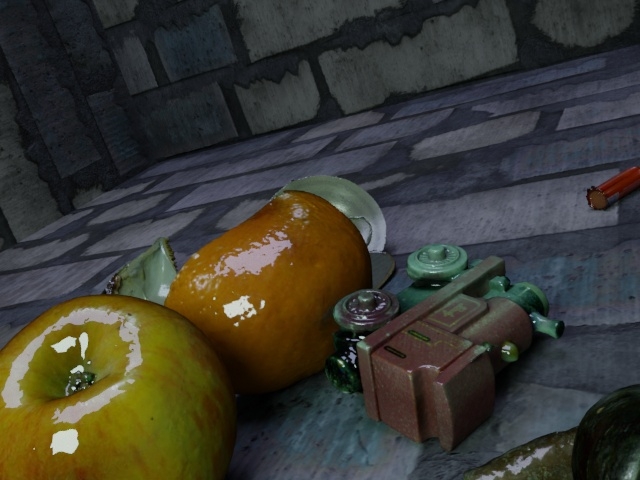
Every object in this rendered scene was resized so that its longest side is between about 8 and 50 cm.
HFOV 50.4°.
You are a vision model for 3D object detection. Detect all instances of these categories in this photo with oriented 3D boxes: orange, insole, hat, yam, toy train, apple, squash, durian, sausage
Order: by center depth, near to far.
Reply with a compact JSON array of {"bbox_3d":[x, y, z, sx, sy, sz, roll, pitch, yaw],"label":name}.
[{"bbox_3d":[0.281,0.183,0.502,0.193,0.156,0.193,24,17,-8],"label":"squash"},{"bbox_3d":[0.260,0.199,0.644,0.253,0.061,0.061,-20,18,-5],"label":"yam"},{"bbox_3d":[-0.241,0.195,0.739,0.301,0.301,0.301,-17,18,6],"label":"apple"},{"bbox_3d":[0.159,0.118,0.865,0.304,0.150,0.221,-29,31,-33],"label":"toy train"},{"bbox_3d":[-0.054,0.077,0.980,0.274,0.274,0.310,-10,25,25],"label":"orange"},{"bbox_3d":[0.000,0.104,1.193,0.348,0.009,0.119,-30,38,-27],"label":"insole"},{"bbox_3d":[0.550,-0.104,1.249,0.145,0.050,0.048,-28,-21,-24],"label":"sausage"},{"bbox_3d":[0.000,0.000,1.362,0.252,0.252,0.110,-25,-23,-18],"label":"hat"},{"bbox_3d":[-0.373,0.098,1.415,0.144,0.139,0.252,-10,20,37],"label":"durian"}]
